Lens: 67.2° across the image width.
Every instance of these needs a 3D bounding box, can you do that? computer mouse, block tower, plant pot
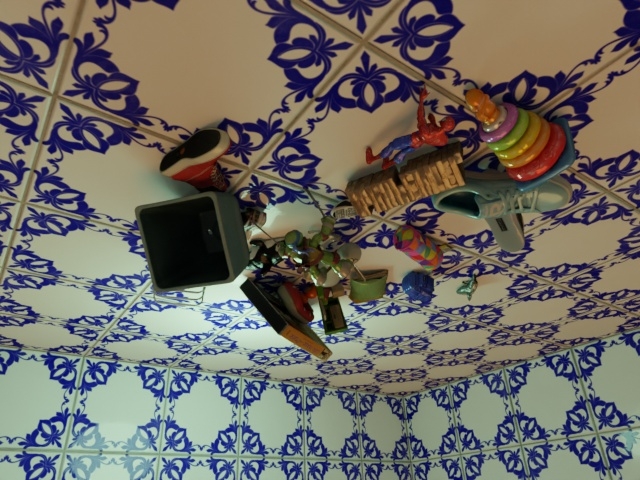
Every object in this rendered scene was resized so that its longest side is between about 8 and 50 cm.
[{"bbox_3d":[0.123,-0.112,1.492,0.193,0.042,0.106,-8,155,-1],"label":"computer mouse"},{"bbox_3d":[0.236,-0.161,1.332,0.335,0.091,0.097,-19,116,26],"label":"block tower"},{"bbox_3d":[-0.336,-0.013,1.400,0.247,0.247,0.252,-9,-171,15],"label":"plant pot"}]

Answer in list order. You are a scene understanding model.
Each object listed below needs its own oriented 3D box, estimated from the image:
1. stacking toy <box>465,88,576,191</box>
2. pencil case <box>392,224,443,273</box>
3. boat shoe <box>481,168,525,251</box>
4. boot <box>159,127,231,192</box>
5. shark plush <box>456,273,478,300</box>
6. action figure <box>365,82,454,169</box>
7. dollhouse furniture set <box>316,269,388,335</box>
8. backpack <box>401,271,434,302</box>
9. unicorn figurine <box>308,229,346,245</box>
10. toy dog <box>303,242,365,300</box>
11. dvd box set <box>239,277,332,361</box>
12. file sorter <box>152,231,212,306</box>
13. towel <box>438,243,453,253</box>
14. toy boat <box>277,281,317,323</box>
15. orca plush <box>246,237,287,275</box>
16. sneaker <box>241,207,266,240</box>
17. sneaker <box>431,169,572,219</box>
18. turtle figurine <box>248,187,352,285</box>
[{"bbox_3d":[0.453,-0.268,1.162,0.302,0.175,0.165,28,141,-24],"label":"stacking toy"},{"bbox_3d":[0.345,0.031,1.701,0.104,0.104,0.236,-22,144,30],"label":"pencil case"},{"bbox_3d":[0.559,-0.106,1.469,0.113,0.105,0.306,-14,125,39],"label":"boat shoe"},{"bbox_3d":[-0.280,-0.198,1.267,0.244,0.088,0.176,-16,149,37],"label":"boot"},{"bbox_3d":[0.631,0.198,2.057,0.067,0.073,0.161,25,158,13],"label":"shark plush"},{"bbox_3d":[0.225,-0.276,1.184,0.091,0.139,0.280,12,169,-29],"label":"action figure"},{"bbox_3d":[0.147,0.255,1.965,0.301,0.151,0.197,-12,151,-5],"label":"dollhouse furniture set"},{"bbox_3d":[0.398,0.178,1.962,0.120,0.098,0.101,22,135,-15],"label":"backpack"},{"bbox_3d":[0.000,0.000,1.666,0.111,0.060,0.162,4,165,-29],"label":"unicorn figurine"},{"bbox_3d":[0.045,0.118,1.691,0.220,0.161,0.334,-4,167,1],"label":"toy dog"},{"bbox_3d":[-0.137,0.341,2.022,0.062,0.307,0.420,-46,142,-2],"label":"dvd box set"},{"bbox_3d":[-0.481,0.101,1.678,0.192,0.173,0.278,8,149,-16],"label":"file sorter"},{"bbox_3d":[0.449,0.038,1.804,0.083,0.009,0.060,-26,144,34],"label":"towel"},{"bbox_3d":[-0.075,0.241,2.019,0.151,0.151,0.231,-39,145,0],"label":"toy boat"},{"bbox_3d":[-0.224,0.075,1.722,0.287,0.102,0.151,-10,149,13],"label":"orca plush"},{"bbox_3d":[-0.247,-0.054,1.549,0.077,0.072,0.178,29,130,-25],"label":"sneaker"},{"bbox_3d":[0.484,-0.105,1.316,0.366,0.150,0.135,3,132,24],"label":"sneaker"},{"bbox_3d":[-0.028,0.002,1.469,0.198,0.274,0.266,-44,133,-3],"label":"turtle figurine"}]
